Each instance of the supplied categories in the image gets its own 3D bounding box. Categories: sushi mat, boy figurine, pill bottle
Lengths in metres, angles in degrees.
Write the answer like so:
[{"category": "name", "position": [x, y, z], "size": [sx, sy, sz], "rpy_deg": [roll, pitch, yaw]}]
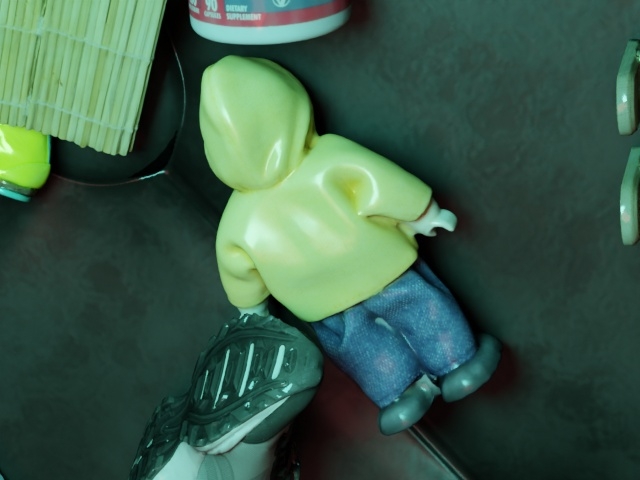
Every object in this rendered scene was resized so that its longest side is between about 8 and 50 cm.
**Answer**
[{"category": "sushi mat", "position": [-0.169, -0.184, 1.172], "size": [0.151, 0.019, 0.316], "rpy_deg": [15, 134, -4]}, {"category": "boy figurine", "position": [0.000, 0.000, 1.260], "size": [0.177, 0.092, 0.285], "rpy_deg": [-33, 100, 25]}, {"category": "pill bottle", "position": [-0.038, -0.225, 1.167], "size": [0.108, 0.108, 0.180], "rpy_deg": [1, 112, 14]}]

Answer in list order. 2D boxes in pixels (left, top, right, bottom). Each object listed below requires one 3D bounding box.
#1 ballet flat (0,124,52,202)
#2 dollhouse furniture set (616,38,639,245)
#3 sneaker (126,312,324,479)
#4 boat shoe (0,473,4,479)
[{"category": "ballet flat", "position": [-0.302, -0.092, 1.320], "size": [0.231, 0.077, 0.077], "rpy_deg": [15, 94, 5]}, {"category": "dollhouse furniture set", "position": [0.296, -0.004, 1.139], "size": [0.212, 0.161, 0.242], "rpy_deg": [-1, 112, 15]}, {"category": "sneaker", "position": [-0.052, 0.137, 1.301], "size": [0.108, 0.100, 0.271], "rpy_deg": [23, 146, -13]}, {"category": "boat shoe", "position": [-0.275, 0.229, 1.440], "size": [0.076, 0.080, 0.228], "rpy_deg": [-36, 107, 23]}]
